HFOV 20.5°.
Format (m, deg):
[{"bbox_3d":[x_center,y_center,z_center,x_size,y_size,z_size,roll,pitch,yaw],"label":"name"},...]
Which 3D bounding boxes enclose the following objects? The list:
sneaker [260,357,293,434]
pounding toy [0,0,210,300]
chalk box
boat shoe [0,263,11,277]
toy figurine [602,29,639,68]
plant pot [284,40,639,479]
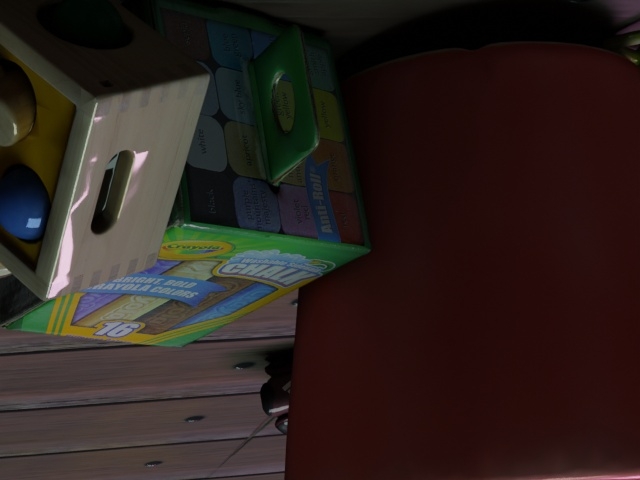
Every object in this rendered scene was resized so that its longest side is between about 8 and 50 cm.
[{"bbox_3d":[0.036,0.124,1.494,0.162,0.106,0.281,-1,160,-15],"label":"sneaker"},{"bbox_3d":[-0.136,-0.067,0.807,0.100,0.130,0.141,-19,138,-46],"label":"pounding toy"},{"bbox_3d":[-0.066,-0.040,0.936,0.132,0.132,0.213,10,154,-43],"label":"chalk box"},{"bbox_3d":[-0.223,-0.043,0.874,0.190,0.068,0.072,24,127,-18],"label":"boat shoe"},{"bbox_3d":[0.360,-0.057,0.974,0.362,0.217,0.191,-22,158,28],"label":"toy figurine"},{"bbox_3d":[0.102,0.031,1.013,0.274,0.243,0.275,-5,168,-1],"label":"plant pot"}]
